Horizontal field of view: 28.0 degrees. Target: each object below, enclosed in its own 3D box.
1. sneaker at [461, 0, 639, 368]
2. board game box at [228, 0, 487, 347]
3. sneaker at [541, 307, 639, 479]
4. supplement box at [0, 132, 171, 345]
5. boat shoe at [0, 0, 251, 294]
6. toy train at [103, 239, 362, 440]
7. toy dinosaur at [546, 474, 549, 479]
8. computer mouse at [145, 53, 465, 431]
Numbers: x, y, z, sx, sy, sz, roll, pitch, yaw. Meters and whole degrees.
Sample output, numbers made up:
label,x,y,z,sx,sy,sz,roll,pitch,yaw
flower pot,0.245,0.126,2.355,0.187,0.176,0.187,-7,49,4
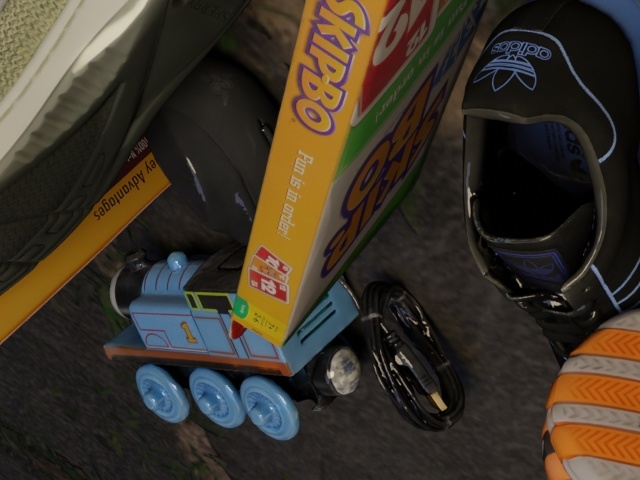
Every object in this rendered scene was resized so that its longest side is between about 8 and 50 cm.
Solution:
label,x,y,z,sx,sy,sz,roll,pitch,yaw
sneaker,0.105,0.008,0.537,0.081,0.090,0.232,9,133,37
board game box,0.022,-0.059,0.515,0.039,0.124,0.259,34,144,9
sneaker,0.252,0.119,0.515,0.321,0.125,0.180,15,155,20
supplement box,-0.207,-0.053,0.676,0.129,0.191,0.194,-17,115,51
boat shoe,-0.131,-0.073,0.534,0.103,0.320,0.118,42,-171,11
toy train,-0.055,0.051,0.749,0.184,0.080,0.105,0,119,46
toy dinosaur,0.161,0.232,0.745,0.112,0.064,0.211,24,140,25
computer mouse,0.000,0.000,0.650,0.242,0.071,0.041,48,133,-12
